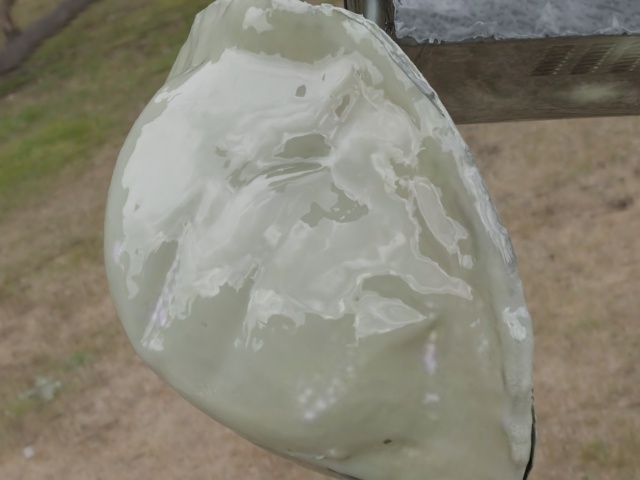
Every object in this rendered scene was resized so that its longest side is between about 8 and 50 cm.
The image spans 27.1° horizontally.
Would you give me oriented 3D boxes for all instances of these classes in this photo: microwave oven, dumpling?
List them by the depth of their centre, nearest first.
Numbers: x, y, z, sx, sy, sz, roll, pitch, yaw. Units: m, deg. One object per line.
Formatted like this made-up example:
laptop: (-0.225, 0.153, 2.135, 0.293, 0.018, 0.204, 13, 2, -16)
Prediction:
dumpling: (0.000, 0.000, 0.863, 0.233, 0.315, 0.395, -25, 63, -30)
microwave oven: (0.186, -0.349, 1.263, 0.374, 0.432, 0.236, -4, -13, -9)
